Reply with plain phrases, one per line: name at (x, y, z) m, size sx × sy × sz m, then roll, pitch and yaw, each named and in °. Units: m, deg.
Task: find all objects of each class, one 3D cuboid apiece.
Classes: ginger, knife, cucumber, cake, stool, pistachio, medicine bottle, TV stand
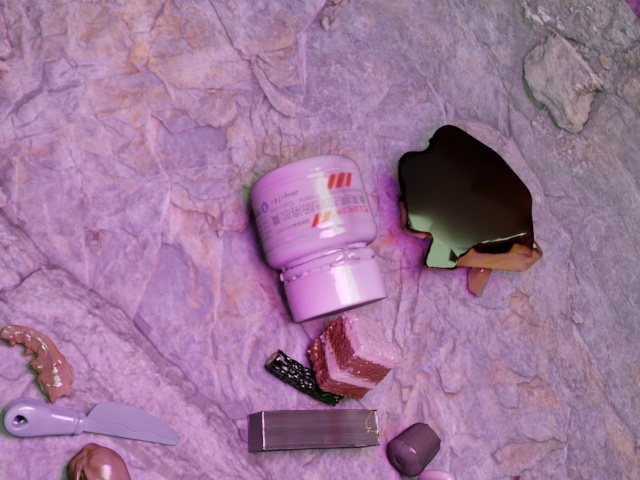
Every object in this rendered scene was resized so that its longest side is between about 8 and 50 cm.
ginger at (-0.519, 0.220, 1.343) m, size 0.069 × 0.051 × 0.173 m, roll -38°, pitch 86°, yaw -27°
knife at (-0.414, 0.336, 1.348) m, size 0.331 × 0.044 × 0.080 m, roll 12°, pitch 99°, yaw -27°
cucumber at (-0.033, 0.299, 1.567) m, size 0.187 × 0.058 × 0.058 m, roll 31°, pitch 61°, yaw -15°
ginger at (0.336, -0.056, 1.834) m, size 0.358 × 0.211 × 0.413 m, roll -28°, pitch 77°, yaw -19°
cake at (0.069, 0.244, 1.556) m, size 0.134 × 0.147 × 0.135 m, roll 21°, pitch 31°, yaw -32°
stool at (0.210, 0.465, 1.614) m, size 0.110 × 0.096 × 0.096 m, roll -31°, pitch 88°, yaw -37°
pistachio at (-0.394, 0.440, 1.302) m, size 0.113 × 0.113 × 0.149 m, roll -31°, pitch 103°, yaw -33°
medicine bottle at (0.000, 0.000, 1.573) m, size 0.256 × 0.256 × 0.325 m, roll -9°, pitch 79°, yaw -30°
TV stand at (-0.012, 0.400, 1.521) m, size 0.269 × 0.088 × 0.083 m, roll 7°, pitch 68°, yaw -26°

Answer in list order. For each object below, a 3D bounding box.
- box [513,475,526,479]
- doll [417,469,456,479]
box at (0.482, 0.620, 1.745) m, size 0.053 × 0.024 × 0.083 m, roll 41°, pitch 60°, yaw -9°
doll at (0.274, 0.693, 1.499) m, size 0.225 × 0.215 × 0.371 m, roll 18°, pitch 62°, yaw -5°
